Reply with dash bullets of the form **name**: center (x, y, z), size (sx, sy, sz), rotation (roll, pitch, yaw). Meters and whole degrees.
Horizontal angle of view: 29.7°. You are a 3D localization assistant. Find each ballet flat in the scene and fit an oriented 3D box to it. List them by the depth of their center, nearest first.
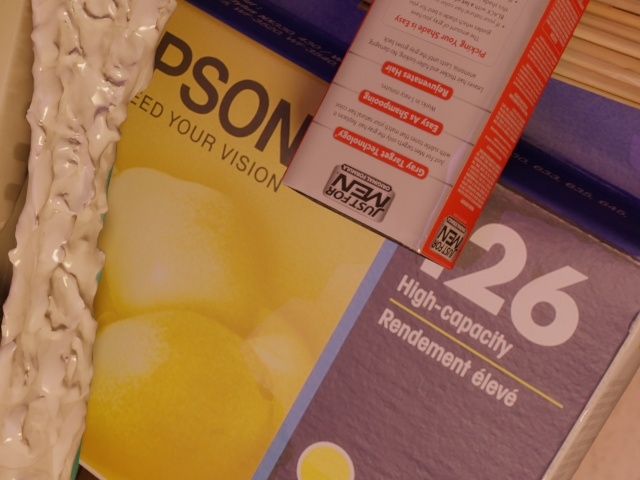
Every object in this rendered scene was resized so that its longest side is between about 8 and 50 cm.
- **ballet flat**: center (-0.170, -0.008, 0.533), size (0.147, 0.147, 0.409), rotation (13, 91, 25)

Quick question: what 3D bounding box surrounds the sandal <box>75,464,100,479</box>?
- **sandal**: center (-0.145, 0.144, 0.666), size (0.072, 0.049, 0.180), rotation (28, 88, 17)

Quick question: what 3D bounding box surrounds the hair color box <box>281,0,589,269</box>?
- **hair color box**: center (0.050, -0.068, 0.495), size (0.072, 0.043, 0.141), rotation (28, 90, 26)

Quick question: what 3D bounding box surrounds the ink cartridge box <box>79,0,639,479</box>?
- **ink cartridge box**: center (0.000, 0.000, 0.565), size (0.303, 0.072, 0.307), rotation (32, 101, 22)

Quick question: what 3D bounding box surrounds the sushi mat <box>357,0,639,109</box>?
- **sushi mat**: center (0.173, -0.115, 0.488), size (0.316, 0.019, 0.151), rotation (25, 85, 27)
